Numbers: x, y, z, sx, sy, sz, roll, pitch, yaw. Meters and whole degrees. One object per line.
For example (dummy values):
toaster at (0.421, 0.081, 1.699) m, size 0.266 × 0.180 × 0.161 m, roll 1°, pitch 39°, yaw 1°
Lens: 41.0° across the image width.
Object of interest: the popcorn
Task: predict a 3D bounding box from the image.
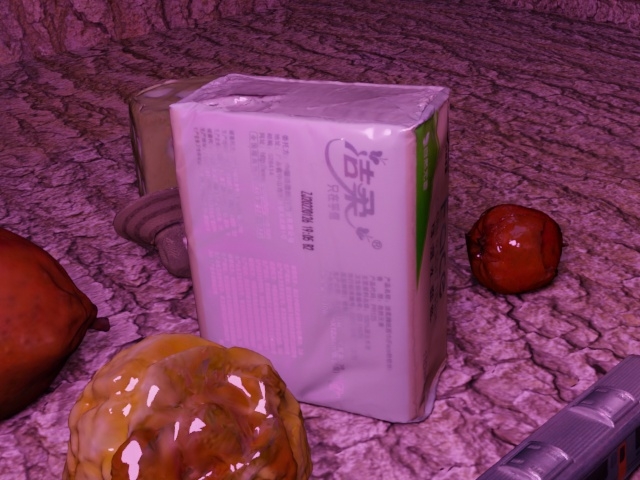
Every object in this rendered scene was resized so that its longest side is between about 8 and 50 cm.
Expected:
popcorn at (-0.127, 0.230, 0.873) m, size 0.293 × 0.237 × 0.293 m, roll 19°, pitch 50°, yaw -25°

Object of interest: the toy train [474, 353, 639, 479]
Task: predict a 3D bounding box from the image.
toy train at (0.309, 0.229, 0.977) m, size 0.409 × 0.089 × 0.086 m, roll -26°, pitch 30°, yaw -35°

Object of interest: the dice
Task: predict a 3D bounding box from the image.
dice at (-0.227, -0.171, 1.637) m, size 0.250 × 0.254 × 0.252 m, roll -10°, pitch 27°, yaw -16°

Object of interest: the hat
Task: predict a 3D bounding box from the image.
hat at (-0.215, 0.006, 1.438) m, size 0.252 × 0.252 × 0.110 m, roll -9°, pitch 70°, yaw -8°

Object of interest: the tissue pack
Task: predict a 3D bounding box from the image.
tissue pack at (0.000, 0.000, 1.120) m, size 0.332 × 0.405 × 0.205 m, roll 7°, pitch 26°, yaw 20°

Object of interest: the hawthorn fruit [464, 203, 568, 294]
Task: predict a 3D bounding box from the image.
hawthorn fruit at (0.315, 0.014, 1.335) m, size 0.172 × 0.148 × 0.148 m, roll 3°, pitch 24°, yaw -22°

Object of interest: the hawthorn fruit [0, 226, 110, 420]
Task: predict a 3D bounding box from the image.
hawthorn fruit at (-0.475, 0.113, 1.106) m, size 0.325 × 0.308 × 0.308 m, roll 10°, pitch 29°, yaw 5°
